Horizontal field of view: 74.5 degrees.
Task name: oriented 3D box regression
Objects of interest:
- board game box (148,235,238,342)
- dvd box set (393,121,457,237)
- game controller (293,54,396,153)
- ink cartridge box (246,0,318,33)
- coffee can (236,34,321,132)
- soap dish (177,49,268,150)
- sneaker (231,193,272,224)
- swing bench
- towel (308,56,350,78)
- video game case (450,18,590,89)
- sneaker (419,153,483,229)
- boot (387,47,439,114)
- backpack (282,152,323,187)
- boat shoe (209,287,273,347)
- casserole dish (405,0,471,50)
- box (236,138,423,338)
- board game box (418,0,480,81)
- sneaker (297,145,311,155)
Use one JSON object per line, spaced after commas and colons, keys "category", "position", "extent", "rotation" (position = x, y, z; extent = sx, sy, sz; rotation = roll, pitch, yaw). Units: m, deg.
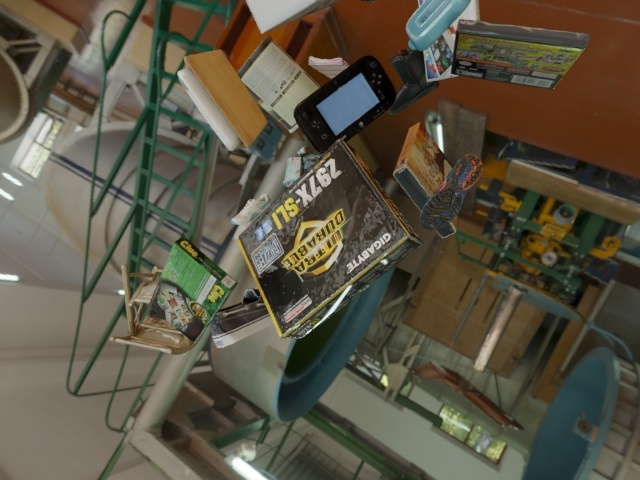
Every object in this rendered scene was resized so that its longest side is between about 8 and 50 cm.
{"category": "board game box", "position": [-0.264, 0.109, 0.845], "extent": [0.136, 0.030, 0.260], "rotation": [43, 135, 1]}
{"category": "dvd box set", "position": [0.415, -0.243, 1.587], "extent": [0.062, 0.420, 0.307], "rotation": [-30, 109, 35]}
{"category": "game controller", "position": [0.076, -0.393, 1.222], "extent": [0.166, 0.319, 0.067], "rotation": [51, 168, -7]}
{"category": "ink cartridge box", "position": [-0.019, -0.685, 1.110], "extent": [0.223, 0.307, 0.129], "rotation": [1, 125, 47]}
{"category": "coffee can", "position": [-0.146, -0.556, 1.516], "extent": [0.275, 0.201, 0.201], "rotation": [40, 174, -19]}
{"category": "soap dish", "position": [-0.241, -0.342, 1.055], "extent": [0.229, 0.118, 0.291], "rotation": [55, 175, -19]}
{"category": "sneaker", "position": [-0.325, -0.140, 1.964], "extent": [0.087, 0.228, 0.092], "rotation": [12, 125, 43]}
{"category": "swing bench", "position": [-0.503, 0.215, 1.343], "extent": [0.253, 0.255, 0.165], "rotation": [5, 176, 24]}
{"category": "towel", "position": [0.061, -0.632, 1.550], "extent": [0.144, 0.029, 0.197], "rotation": [14, -171, 28]}
{"category": "video game case", "position": [0.468, -0.453, 1.038], "extent": [0.275, 0.035, 0.248], "rotation": [15, -177, 14]}
{"category": "sneaker", "position": [0.341, -0.118, 1.102], "extent": [0.083, 0.221, 0.087], "rotation": [38, -171, 6]}
{"category": "boot", "position": [0.338, -0.663, 1.729], "extent": [0.207, 0.246, 0.094], "rotation": [46, -147, -30]}
{"category": "backpack", "position": [0.002, -0.206, 1.445], "extent": [0.253, 0.191, 0.225], "rotation": [10, 177, 40]}
{"category": "boat shoe", "position": [-0.159, 0.168, 1.094], "extent": [0.301, 0.102, 0.108], "rotation": [-22, -176, -42]}
{"category": "casserole dish", "position": [0.278, -0.552, 1.021], "extent": [0.037, 0.188, 0.114], "rotation": [19, -138, -38]}
{"category": "box", "position": [0.000, 0.000, 0.840], "extent": [0.079, 0.322, 0.257], "rotation": [20, -145, -53]}
{"category": "board game box", "position": [0.452, -0.730, 1.465], "extent": [0.193, 0.305, 0.053], "rotation": [3, -157, 36]}
{"category": "sneaker", "position": [-0.057, -0.310, 1.469], "extent": [0.032, 0.037, 0.083], "rotation": [63, -163, 1]}
